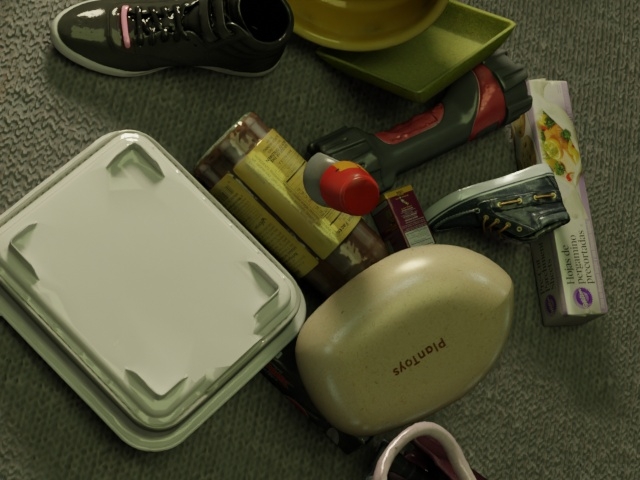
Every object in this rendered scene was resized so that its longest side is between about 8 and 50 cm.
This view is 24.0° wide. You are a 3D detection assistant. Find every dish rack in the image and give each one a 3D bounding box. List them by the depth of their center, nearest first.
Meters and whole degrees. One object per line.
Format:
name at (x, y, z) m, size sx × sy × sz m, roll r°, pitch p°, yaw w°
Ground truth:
dish rack at (-0.200, 0.039, 1.694) m, size 0.333 × 0.072 × 0.285 m, roll 45°, pitch 63°, yaw 6°

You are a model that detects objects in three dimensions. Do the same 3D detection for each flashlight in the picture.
flashlight at (0.125, -0.148, 1.912) m, size 0.304 × 0.103 × 0.103 m, roll -24°, pitch 118°, yaw -23°

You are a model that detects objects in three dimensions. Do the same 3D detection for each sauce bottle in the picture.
sauce bottle at (0.000, 0.000, 1.802) m, size 0.344 × 0.111 × 0.111 m, roll 46°, pitch 62°, yaw -6°

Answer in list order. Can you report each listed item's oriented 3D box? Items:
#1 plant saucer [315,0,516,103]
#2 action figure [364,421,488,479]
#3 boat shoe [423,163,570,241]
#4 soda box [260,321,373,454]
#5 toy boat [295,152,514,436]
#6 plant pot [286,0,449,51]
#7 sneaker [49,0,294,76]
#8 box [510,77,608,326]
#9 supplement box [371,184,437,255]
plant saucer at (0.123, -0.242, 1.921) m, size 0.188 × 0.188 × 0.045 m, roll -36°, pitch 134°, yaw -28°
action figure at (0.213, 0.347, 1.703) m, size 0.370 × 0.276 × 0.248 m, roll 35°, pitch 57°, yaw 6°
boat shoe at (0.222, -0.030, 1.900) m, size 0.183 × 0.065 × 0.083 m, roll -20°, pitch 73°, yaw -4°
soda box at (-0.002, 0.173, 1.772) m, size 0.169 × 0.060 × 0.053 m, roll 44°, pitch 61°, yaw -3°
toy boat at (0.073, 0.048, 1.703) m, size 0.267 × 0.148 × 0.318 m, roll -26°, pitch 107°, yaw -10°
plant pot at (0.050, -0.407, 1.884) m, size 0.254 × 0.254 × 0.239 m, roll 23°, pitch 45°, yaw -15°
sneaker at (-0.166, -0.263, 1.794) m, size 0.295 × 0.147 × 0.105 m, roll 2°, pitch 75°, yaw -21°
box at (0.308, -0.051, 1.973) m, size 0.063 × 0.067 × 0.324 m, roll -1°, pitch 75°, yaw -22°
supplement box at (0.102, -0.020, 1.881) m, size 0.043 × 0.055 × 0.083 m, roll -20°, pitch 83°, yaw -27°
